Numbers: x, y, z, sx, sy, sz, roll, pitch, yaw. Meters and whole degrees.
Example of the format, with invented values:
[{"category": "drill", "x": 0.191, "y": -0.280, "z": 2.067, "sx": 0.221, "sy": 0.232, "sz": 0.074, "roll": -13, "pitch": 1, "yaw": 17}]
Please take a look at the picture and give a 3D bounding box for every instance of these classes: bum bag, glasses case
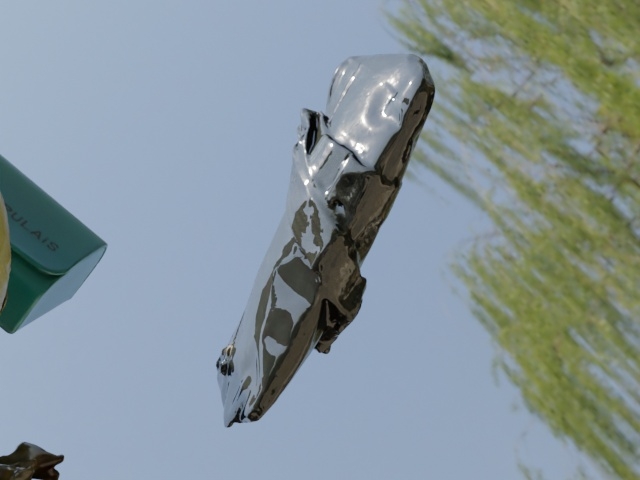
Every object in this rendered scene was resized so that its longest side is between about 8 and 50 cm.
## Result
[{"category": "bum bag", "x": 0.000, "y": 0.000, "z": 0.811, "sx": 0.060, "sy": 0.123, "sz": 0.248, "roll": 19, "pitch": -86, "yaw": -20}, {"category": "glasses case", "x": -0.292, "y": -0.063, "z": 0.933, "sx": 0.301, "sy": 0.117, "sz": 0.070, "roll": 41, "pitch": -74, "yaw": 0}]

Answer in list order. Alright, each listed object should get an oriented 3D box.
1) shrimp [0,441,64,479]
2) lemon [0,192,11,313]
[{"category": "shrimp", "x": -0.163, "y": 0.130, "z": 0.717, "sx": 0.262, "sy": 0.117, "sz": 0.066, "roll": -7, "pitch": -20, "yaw": -1}, {"category": "lemon", "x": -0.253, "y": 0.010, "z": 0.723, "sx": 0.173, "sy": 0.173, "sz": 0.206, "roll": -26, "pitch": -29, "yaw": -9}]
